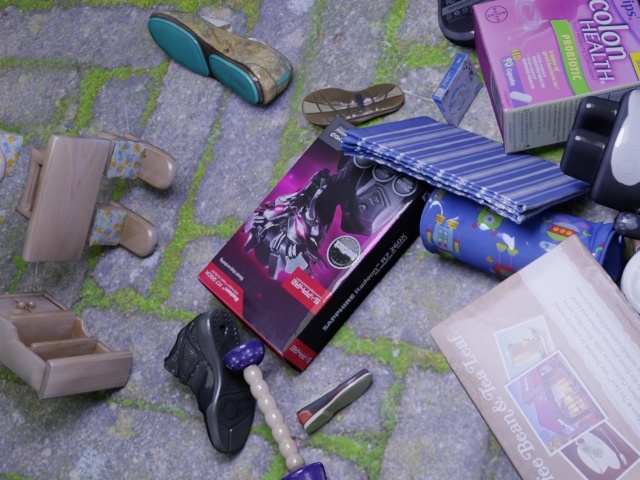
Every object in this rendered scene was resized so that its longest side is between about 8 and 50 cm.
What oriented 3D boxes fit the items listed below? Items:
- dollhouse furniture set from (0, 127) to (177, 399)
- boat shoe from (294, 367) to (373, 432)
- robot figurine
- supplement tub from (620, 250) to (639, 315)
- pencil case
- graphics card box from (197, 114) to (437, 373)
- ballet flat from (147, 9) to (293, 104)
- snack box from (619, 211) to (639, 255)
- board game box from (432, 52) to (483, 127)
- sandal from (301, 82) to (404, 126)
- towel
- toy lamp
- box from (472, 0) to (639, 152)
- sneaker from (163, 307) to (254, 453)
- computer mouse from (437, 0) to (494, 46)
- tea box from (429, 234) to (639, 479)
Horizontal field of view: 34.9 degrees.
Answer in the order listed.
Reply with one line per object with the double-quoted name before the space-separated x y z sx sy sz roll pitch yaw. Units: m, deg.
"dollhouse furniture set" -0.424 0.026 1.706 0.256 0.362 0.394 29 108 34
"boat shoe" 0.020 0.237 1.563 0.137 0.049 0.043 -41 53 8
"robot figurine" 0.481 -0.107 1.414 0.278 0.173 0.209 18 105 12
"supplement tub" 0.465 0.087 1.335 0.117 0.190 0.117 -10 63 21
"pencil case" 0.300 -0.003 1.501 0.306 0.119 0.133 19 73 32
"graphics card box" 0.000 0.000 1.661 0.371 0.094 0.233 -48 55 -4
"ballet flat" -0.184 -0.361 1.927 0.348 0.123 0.123 34 83 35
"snack box" 0.472 -0.049 1.500 0.064 0.022 0.178 -19 59 14
"board game box" 0.226 -0.246 1.675 0.020 0.090 0.090 25 78 35
"sandal" 0.057 -0.231 1.779 0.180 0.049 0.072 -8 67 6
"towel" 0.223 -0.114 1.554 0.336 0.243 0.040 26 118 33
"toy lamp" -0.063 0.287 1.539 0.080 0.080 0.274 -31 67 9
"box" 0.377 -0.274 1.570 0.243 0.117 0.213 -11 60 5
"sneaker" -0.181 0.232 1.644 0.130 0.087 0.227 -23 75 44
"computer mouse" 0.269 -0.422 1.760 0.188 0.072 0.272 -15 48 21
"tea box" 0.340 0.229 1.245 0.220 0.323 0.329 -35 57 6
